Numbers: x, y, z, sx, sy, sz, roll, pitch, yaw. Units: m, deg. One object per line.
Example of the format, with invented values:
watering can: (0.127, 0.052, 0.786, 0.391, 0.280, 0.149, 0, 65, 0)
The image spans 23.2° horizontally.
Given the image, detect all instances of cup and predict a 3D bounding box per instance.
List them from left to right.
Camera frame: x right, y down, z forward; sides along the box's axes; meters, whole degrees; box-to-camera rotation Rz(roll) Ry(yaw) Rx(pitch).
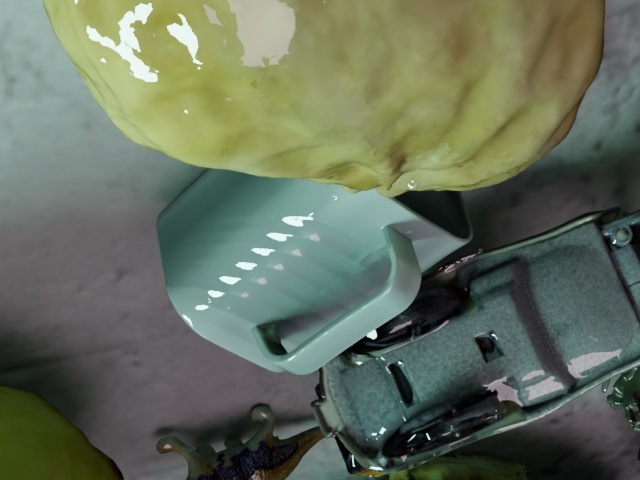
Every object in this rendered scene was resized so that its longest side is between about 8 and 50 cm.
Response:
cup: (0.000, 0.000, 0.738, 0.095, 0.128, 0.129, 29, 122, -38)

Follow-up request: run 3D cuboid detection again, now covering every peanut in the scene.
peanut: (-0.043, -0.134, 0.555, 0.387, 0.169, 0.192, 34, 80, -37)

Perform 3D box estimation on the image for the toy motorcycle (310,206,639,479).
toy motorcycle: (0.117, 0.046, 0.817, 0.263, 0.091, 0.157, -25, 166, 10)

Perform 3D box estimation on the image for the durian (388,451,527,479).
durian: (0.112, 0.220, 0.992, 0.306, 0.166, 0.172, 17, 96, -37)

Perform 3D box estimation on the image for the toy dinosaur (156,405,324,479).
toy dinosaur: (-0.046, 0.125, 0.904, 0.180, 0.058, 0.037, -24, 154, -21)

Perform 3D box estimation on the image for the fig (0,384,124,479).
fig: (-0.233, 0.197, 0.761, 0.326, 0.258, 0.258, -32, 144, -32)

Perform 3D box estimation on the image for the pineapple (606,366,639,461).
pineapple: (0.242, 0.132, 0.966, 0.108, 0.108, 0.198, -34, 121, 16)
